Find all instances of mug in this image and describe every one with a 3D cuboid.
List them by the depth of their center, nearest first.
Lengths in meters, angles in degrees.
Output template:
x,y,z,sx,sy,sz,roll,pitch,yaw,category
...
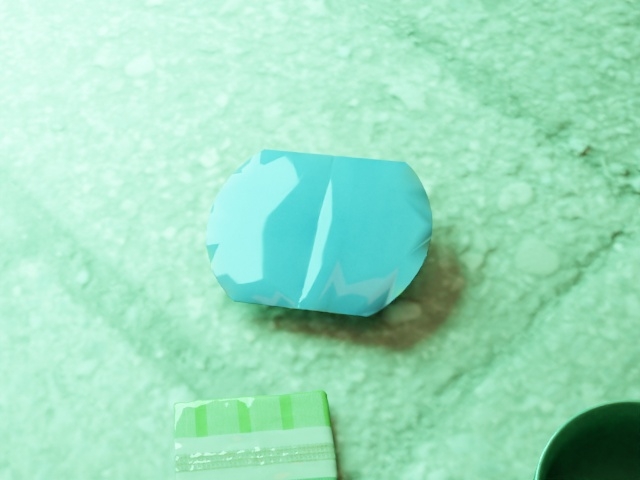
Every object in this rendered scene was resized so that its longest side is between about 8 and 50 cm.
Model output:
x,y,z,sx,sy,sz,roll,pitch,yaw,category
0.187,0.189,0.953,0.129,0.097,0.158,33,64,22,mug

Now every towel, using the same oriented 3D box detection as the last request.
x,y,z,sx,sy,sz,roll,pitch,yaw,category
-0.043,0.174,1.022,0.113,0.023,0.152,-3,54,-2,towel

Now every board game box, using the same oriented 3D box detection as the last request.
x,y,z,sx,sy,sz,roll,pitch,yaw,category
0.000,0.000,1.130,0.169,0.033,0.133,5,61,12,board game box
